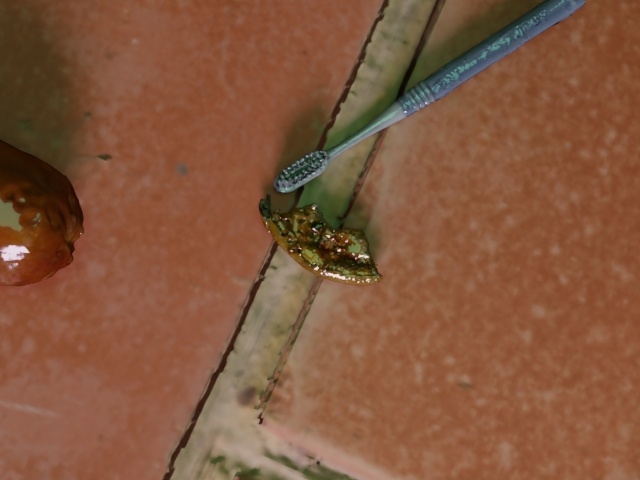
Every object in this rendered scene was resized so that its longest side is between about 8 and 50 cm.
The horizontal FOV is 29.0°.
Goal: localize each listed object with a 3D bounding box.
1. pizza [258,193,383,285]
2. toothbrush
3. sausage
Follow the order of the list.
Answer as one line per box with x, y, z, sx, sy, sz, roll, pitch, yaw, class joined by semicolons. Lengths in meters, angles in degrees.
0.000;0.000;0.702;0.083;0.016;0.037;33;74;0;pizza
0.065;-0.090;0.719;0.219;0.019;0.016;-32;83;-9;toothbrush
-0.220;-0.035;0.653;0.197;0.076;0.076;21;81;-5;sausage
